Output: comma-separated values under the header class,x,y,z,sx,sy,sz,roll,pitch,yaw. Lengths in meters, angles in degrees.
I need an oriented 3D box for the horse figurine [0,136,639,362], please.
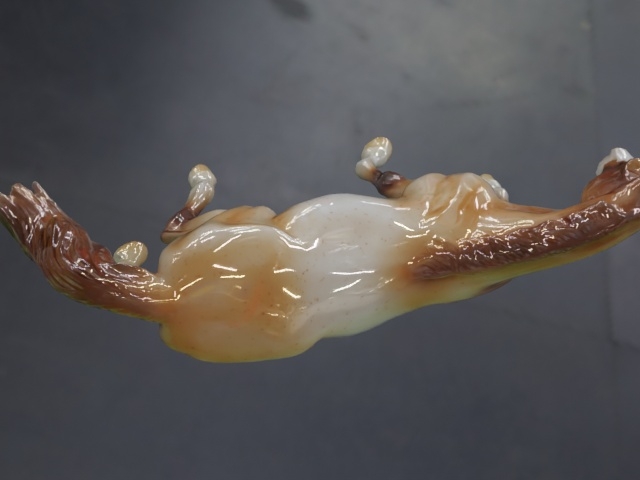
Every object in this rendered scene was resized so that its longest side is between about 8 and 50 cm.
class,x,y,z,sx,sy,sz,roll,pitch,yaw
horse figurine,0.000,0.000,0.783,0.263,0.066,0.174,-9,17,-9
